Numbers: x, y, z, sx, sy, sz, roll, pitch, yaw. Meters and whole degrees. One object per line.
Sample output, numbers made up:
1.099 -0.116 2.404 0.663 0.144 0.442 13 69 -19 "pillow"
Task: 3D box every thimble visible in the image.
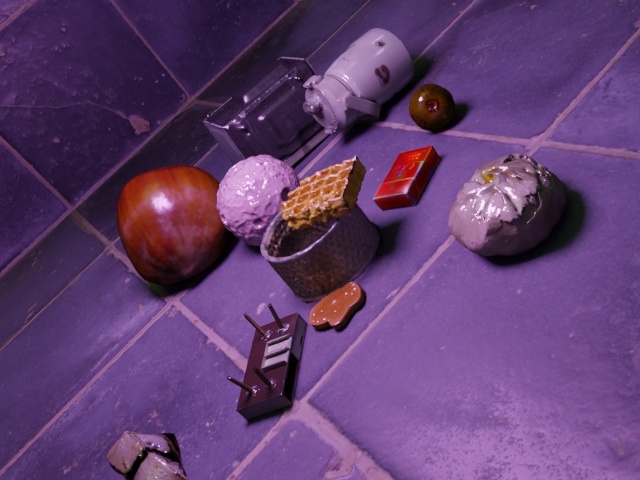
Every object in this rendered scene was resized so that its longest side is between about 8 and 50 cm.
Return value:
0.000 0.000 1.770 0.270 0.150 0.271 -28 31 19 "thimble"

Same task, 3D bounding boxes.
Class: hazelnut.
-0.442 -0.052 2.219 0.365 0.366 0.366 -29 30 18 "hazelnut"

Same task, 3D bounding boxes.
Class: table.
-0.122 0.248 1.596 0.121 0.111 0.240 -24 32 24 "table"

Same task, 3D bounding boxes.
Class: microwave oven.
-0.146 -0.384 2.369 0.355 0.286 0.218 -41 29 -12 "microwave oven"

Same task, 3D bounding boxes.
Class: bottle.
0.105 -0.458 2.231 0.351 0.229 0.229 -44 28 -22 "bottle"

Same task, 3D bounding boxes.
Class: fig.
0.301 -0.370 2.017 0.124 0.124 0.236 -32 11 13 "fig"

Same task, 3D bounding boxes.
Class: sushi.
-0.361 0.482 1.540 0.134 0.109 0.273 -42 28 -7 "sushi"

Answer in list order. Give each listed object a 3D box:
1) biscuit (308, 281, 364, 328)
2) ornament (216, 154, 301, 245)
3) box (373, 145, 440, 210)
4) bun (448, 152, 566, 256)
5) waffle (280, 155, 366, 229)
0.037 0.155 1.637 0.140 0.023 0.118 -29 31 17 "biscuit"
-0.169 -0.118 2.062 0.259 0.225 0.259 -28 31 19 "ornament"
0.216 -0.157 1.849 0.112 0.048 0.175 -8 41 44 "box"
0.361 -0.076 1.461 0.239 0.141 0.239 -26 30 16 "bun"
-0.005 -0.097 1.697 0.210 0.055 0.160 -20 33 31 "waffle"
